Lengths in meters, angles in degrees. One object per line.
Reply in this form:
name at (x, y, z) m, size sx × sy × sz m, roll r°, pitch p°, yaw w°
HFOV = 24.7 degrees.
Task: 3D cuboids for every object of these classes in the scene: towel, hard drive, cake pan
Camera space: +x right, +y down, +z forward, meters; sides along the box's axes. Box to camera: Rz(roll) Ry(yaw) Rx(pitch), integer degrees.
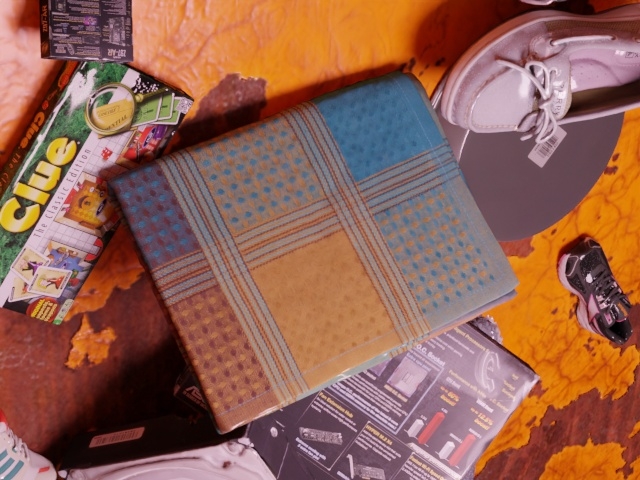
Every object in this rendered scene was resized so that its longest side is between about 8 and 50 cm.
towel at (0.000, 0.000, 1.441) m, size 0.370 × 0.040 × 0.271 m, roll -23°, pitch 87°, yaw -30°
hard drive at (-0.092, 0.319, 1.550) m, size 0.237 × 0.064 × 0.339 m, roll -13°, pitch 127°, yaw 26°
cake pan at (0.239, -0.121, 1.670) m, size 0.293 × 0.054 × 0.293 m, roll -21°, pitch 130°, yaw -27°

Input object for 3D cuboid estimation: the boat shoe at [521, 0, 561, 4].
boat shoe at (0.278, -0.284, 1.549) m, size 0.335 × 0.112 × 0.095 m, roll -12°, pitch 121°, yaw -37°

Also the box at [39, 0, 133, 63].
box at (-0.203, -0.190, 1.272) m, size 0.083 × 0.018 × 0.067 m, roll -2°, pitch 91°, yaw -38°

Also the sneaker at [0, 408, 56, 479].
sneaker at (-0.317, 0.207, 1.448) m, size 0.161 × 0.057 × 0.075 m, roll 22°, pitch 109°, yaw -42°

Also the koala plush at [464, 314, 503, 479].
koala plush at (0.121, 0.171, 1.697) m, size 0.196 × 0.203 × 0.221 m, roll 28°, pitch 87°, yaw -46°

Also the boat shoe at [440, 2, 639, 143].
boat shoe at (0.274, -0.173, 1.536) m, size 0.320 × 0.103 × 0.118 m, roll -13°, pitch 132°, yaw -27°

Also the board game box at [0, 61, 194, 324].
board game box at (-0.235, -0.048, 1.360) m, size 0.136 × 0.030 × 0.259 m, roll 23°, pitch 103°, yaw -43°

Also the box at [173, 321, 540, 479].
box at (0.037, 0.147, 1.549) m, size 0.307 × 0.076 × 0.242 m, roll 35°, pitch 94°, yaw -6°

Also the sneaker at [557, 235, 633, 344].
sneaker at (0.368, 0.068, 1.887) m, size 0.072 × 0.077 × 0.178 m, roll -43°, pitch 136°, yaw -9°
